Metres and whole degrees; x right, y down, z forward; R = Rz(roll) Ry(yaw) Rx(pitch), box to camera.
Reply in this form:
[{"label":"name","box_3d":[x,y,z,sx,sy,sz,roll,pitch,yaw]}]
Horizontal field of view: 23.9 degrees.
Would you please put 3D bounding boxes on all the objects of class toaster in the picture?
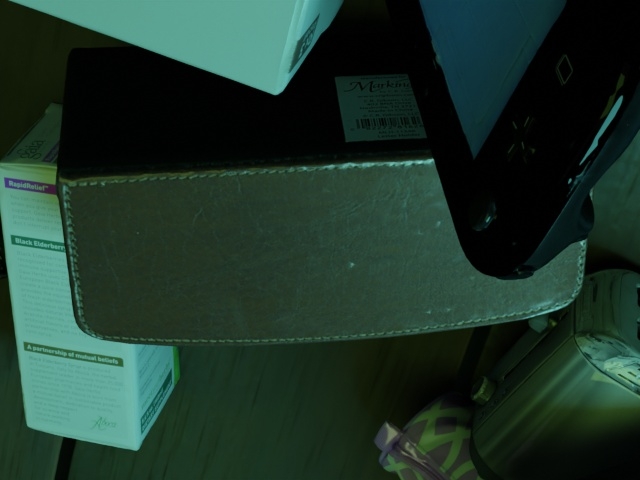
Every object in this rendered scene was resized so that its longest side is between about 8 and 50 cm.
[{"label":"toaster","box_3d":[0.223,0.124,1.026,0.227,0.129,0.146,29,124,-5]}]

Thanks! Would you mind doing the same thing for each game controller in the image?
[{"label":"game controller","box_3d":[0.096,-0.130,0.795,0.067,0.319,0.166,5,130,-15]}]

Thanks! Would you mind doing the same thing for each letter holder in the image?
[{"label":"letter holder","box_3d":[0.000,0.000,0.944,0.301,0.152,0.214,-3,125,-4]}]

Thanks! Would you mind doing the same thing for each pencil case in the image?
[{"label":"pencil case","box_3d":[0.133,0.200,1.079,0.206,0.088,0.086,43,126,25]}]

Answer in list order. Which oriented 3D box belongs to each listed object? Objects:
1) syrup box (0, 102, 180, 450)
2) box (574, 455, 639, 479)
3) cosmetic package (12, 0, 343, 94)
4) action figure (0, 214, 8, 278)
[{"label":"syrup box","box_3d":[-0.165,0.028,1.102,0.096,0.093,0.237,10,124,11]},{"label":"box","box_3d":[0.289,0.254,0.979,0.394,0.097,0.318,-20,125,-6]},{"label":"cosmetic package","box_3d":[-0.152,-0.247,0.847,0.384,0.217,0.156,18,126,4]},{"label":"action figure","box_3d":[-0.323,-0.067,1.061,0.164,0.141,0.276,-27,112,13]}]
